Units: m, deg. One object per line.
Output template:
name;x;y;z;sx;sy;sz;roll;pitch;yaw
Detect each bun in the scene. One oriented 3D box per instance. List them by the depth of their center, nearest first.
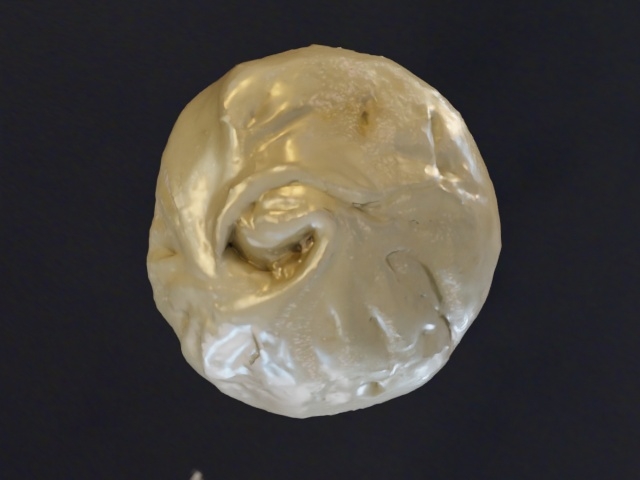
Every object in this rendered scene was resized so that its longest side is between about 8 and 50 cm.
bun;0.000;0.000;0.684;0.183;0.102;0.183;1;-79;5
